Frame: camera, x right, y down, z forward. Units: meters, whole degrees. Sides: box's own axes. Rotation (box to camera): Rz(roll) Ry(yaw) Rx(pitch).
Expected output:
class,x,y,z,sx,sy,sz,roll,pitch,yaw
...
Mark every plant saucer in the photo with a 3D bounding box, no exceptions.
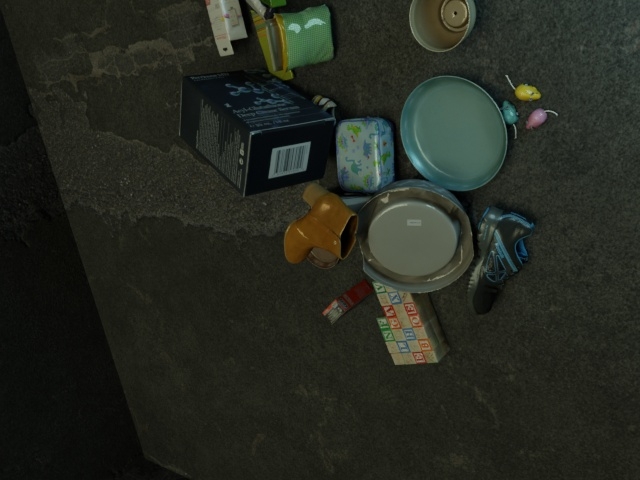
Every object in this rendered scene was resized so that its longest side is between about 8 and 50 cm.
class,x,y,z,sx,sy,sz,roll,pitch,yaw
plant saucer,0.004,0.014,2.222,0.169,0.029,0.168,19,123,33
plant saucer,0.359,-0.287,1.748,0.318,0.044,0.317,22,127,33

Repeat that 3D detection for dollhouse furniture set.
class,x,y,z,sx,sy,sz,roll,pitch,yaw
dollhouse furniture set,-0.050,-0.606,1.774,0.151,0.198,0.301,-129,25,-58

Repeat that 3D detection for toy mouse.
class,x,y,z,sx,sy,sz,roll,pitch,yaw
toy mouse,0.504,-0.315,1.630,0.161,0.031,0.143,32,129,23

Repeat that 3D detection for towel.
class,x,y,z,sx,sy,sz,roll,pitch,yaw
towel,-0.148,-0.613,2.029,0.102,0.021,0.237,0,113,46

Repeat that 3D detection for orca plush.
class,x,y,z,sx,sy,sz,roll,pitch,yaw
orca plush,-0.173,-0.745,1.915,0.287,0.102,0.151,55,175,45

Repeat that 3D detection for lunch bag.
class,x,y,z,sx,sy,sz,roll,pitch,yaw
lunch bag,0.129,-0.252,1.914,0.176,0.090,0.218,4,103,40

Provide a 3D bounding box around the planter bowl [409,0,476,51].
class,x,y,z,sx,sy,sz,roll,pitch,yaw
planter bowl,0.316,-0.557,1.607,0.162,0.109,0.162,19,123,31

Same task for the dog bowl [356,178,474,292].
class,x,y,z,sx,sy,sz,roll,pitch,yaw
dog bowl,0.263,-0.019,1.855,0.349,0.102,0.348,6,123,9

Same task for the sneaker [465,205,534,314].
class,x,y,z,sx,sy,sz,roll,pitch,yaw
sneaker,0.487,0.076,1.786,0.140,0.125,0.340,16,126,21

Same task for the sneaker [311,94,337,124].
class,x,y,z,sx,sy,sz,roll,pitch,yaw
sneaker,0.001,-0.349,2.006,0.084,0.070,0.185,32,130,30

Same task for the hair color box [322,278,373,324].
class,x,y,z,sx,sy,sz,roll,pitch,yaw
hair color box,0.092,0.201,2.147,0.053,0.167,0.093,49,133,9

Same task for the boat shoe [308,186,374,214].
class,x,y,z,sx,sy,sz,roll,pitch,yaw
boat shoe,0.140,-0.109,1.985,0.341,0.158,0.127,2,122,13

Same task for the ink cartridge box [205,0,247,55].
class,x,y,z,sx,sy,sz,roll,pitch,yaw
ink cartridge box,-0.295,-0.689,2.055,0.115,0.067,0.198,19,126,58

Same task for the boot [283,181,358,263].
class,x,y,z,sx,sy,sz,roll,pitch,yaw
boot,0.001,-0.001,1.870,0.211,0.104,0.295,46,132,38

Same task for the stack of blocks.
class,x,y,z,sx,sy,sz,roll,pitch,yaw
stack of blocks,0.272,0.243,2.075,0.171,0.087,0.297,-13,103,43

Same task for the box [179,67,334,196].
class,x,y,z,sx,sy,sz,roll,pitch,yaw
box,-0.201,-0.339,1.961,0.395,0.294,0.211,41,135,37
